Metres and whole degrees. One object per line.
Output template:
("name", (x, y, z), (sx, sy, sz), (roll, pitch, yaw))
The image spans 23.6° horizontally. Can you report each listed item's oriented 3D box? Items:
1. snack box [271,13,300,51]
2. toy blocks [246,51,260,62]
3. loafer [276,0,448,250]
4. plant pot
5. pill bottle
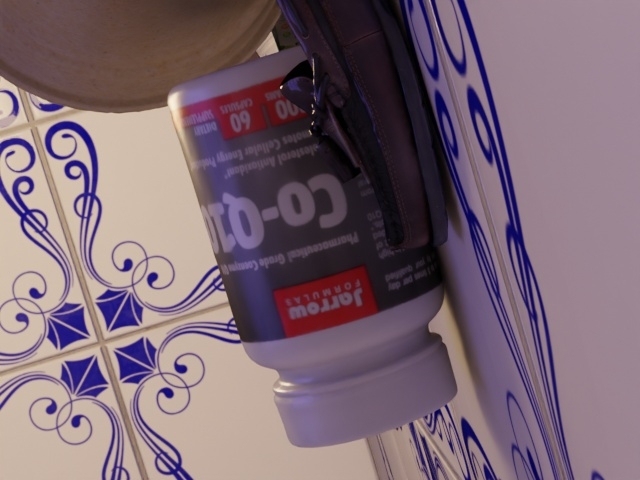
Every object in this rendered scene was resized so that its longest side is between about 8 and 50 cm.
("snack box", (-0.051, -0.284, 1.724), (0.100, 0.037, 0.141), (75, 176, -59))
("toy blocks", (-0.074, -0.124, 1.635), (0.261, 0.190, 0.381), (55, -178, -4))
("loafer", (0.002, -0.131, 0.983), (0.109, 0.095, 0.303), (-122, 15, -80))
("plant pot", (-0.149, -0.291, 1.184), (0.305, 0.333, 0.334), (153, 100, -76))
("pill bottle", (0.000, 0.000, 1.148), (0.161, 0.161, 0.283), (-136, 29, -84))
